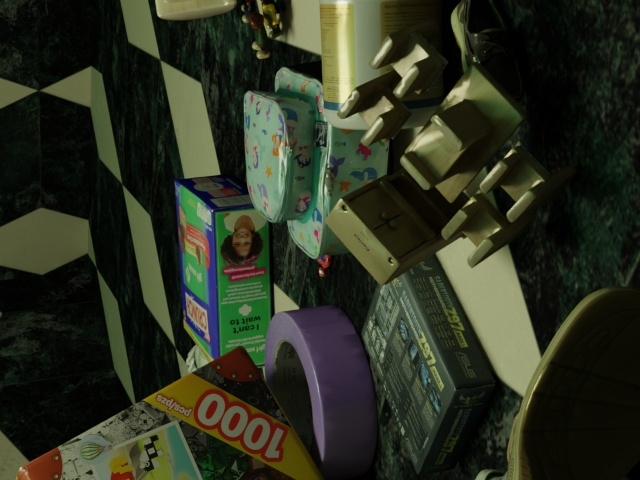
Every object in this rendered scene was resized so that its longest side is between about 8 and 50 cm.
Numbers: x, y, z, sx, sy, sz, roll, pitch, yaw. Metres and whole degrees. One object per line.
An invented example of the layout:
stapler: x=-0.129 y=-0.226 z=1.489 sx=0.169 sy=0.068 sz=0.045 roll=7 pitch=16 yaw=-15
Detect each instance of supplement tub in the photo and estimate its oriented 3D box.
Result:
supplement tub: x=0.072 y=-0.235 z=1.337 sx=0.144 sy=0.144 sz=0.200 roll=-151 pitch=57 yaw=-66

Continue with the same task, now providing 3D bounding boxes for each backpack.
backpack: x=0.002 y=-0.102 z=1.535 sx=0.225 sy=0.191 sz=0.254 roll=-142 pitch=42 yaw=-66

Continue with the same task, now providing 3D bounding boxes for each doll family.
doll family: x=-0.099 y=-0.395 z=1.855 sx=0.111 sy=0.076 sz=0.193 roll=79 pitch=169 yaw=-64

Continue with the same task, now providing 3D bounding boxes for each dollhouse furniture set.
dollhouse furniture set: x=0.136 y=-0.084 z=1.200 sx=0.212 sy=0.161 sz=0.242 roll=49 pitch=136 yaw=12

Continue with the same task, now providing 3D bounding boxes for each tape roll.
tape roll: x=-0.005 y=0.242 z=1.796 sx=0.275 sy=0.090 sz=0.275 roll=173 pitch=90 yaw=-70

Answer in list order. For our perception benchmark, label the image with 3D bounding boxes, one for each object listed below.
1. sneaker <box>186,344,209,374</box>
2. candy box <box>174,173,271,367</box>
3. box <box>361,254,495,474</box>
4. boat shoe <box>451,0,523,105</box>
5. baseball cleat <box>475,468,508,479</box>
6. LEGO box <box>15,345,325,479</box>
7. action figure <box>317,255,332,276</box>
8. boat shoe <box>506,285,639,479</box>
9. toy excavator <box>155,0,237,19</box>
sneaker: x=-0.205 y=0.296 z=2.366 sx=0.292 sy=0.110 sz=0.118 roll=64 pitch=144 yaw=42
candy box: x=-0.186 y=0.057 z=2.188 sx=0.268 sy=0.122 sz=0.317 roll=-146 pitch=50 yaw=-64
box: x=0.128 y=0.145 z=1.436 sx=0.183 sy=0.059 sz=0.233 roll=103 pitch=153 yaw=-45
boat shoe: x=0.174 y=-0.202 z=1.195 sx=0.049 sy=0.056 sz=0.152 roll=102 pitch=153 yaw=-54
baseball cleat: x=0.204 y=0.275 z=1.255 sx=0.109 sy=0.072 sz=0.206 roll=-109 pitch=26 yaw=-47
LEGO box: x=-0.158 y=0.468 z=1.670 sx=0.500 sy=0.372 sz=0.193 roll=57 pitch=155 yaw=9
action figure: x=0.000 y=0.000 z=1.793 sx=0.038 sy=0.030 sz=0.115 roll=5 pitch=103 yaw=65
boat shoe: x=0.230 y=0.187 z=1.077 sx=0.110 sy=0.121 sz=0.341 roll=-85 pitch=9 yaw=-69
toy excavator: x=-0.141 y=-0.425 z=1.597 sx=0.445 sy=0.433 sz=0.222 roll=-8 pitch=89 yaw=29
